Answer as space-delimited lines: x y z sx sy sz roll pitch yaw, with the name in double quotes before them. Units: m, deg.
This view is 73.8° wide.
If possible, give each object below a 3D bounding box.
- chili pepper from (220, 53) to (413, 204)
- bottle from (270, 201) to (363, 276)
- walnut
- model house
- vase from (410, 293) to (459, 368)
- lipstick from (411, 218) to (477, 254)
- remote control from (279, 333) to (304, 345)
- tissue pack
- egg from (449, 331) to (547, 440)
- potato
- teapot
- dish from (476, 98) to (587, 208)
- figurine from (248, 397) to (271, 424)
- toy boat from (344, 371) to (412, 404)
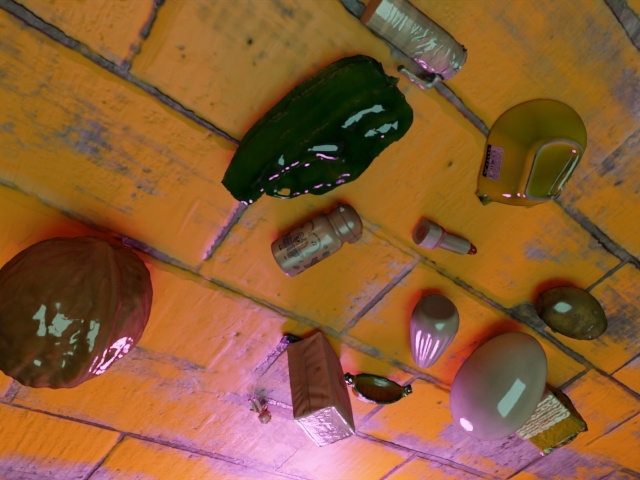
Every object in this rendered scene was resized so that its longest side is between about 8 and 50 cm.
"chili pepper" -0.003 -0.183 0.820 0.385 0.167 0.213 -35 120 15
"bottle" 0.000 0.000 0.981 0.209 0.097 0.110 -30 120 10
"walnut" -0.508 0.138 0.882 0.333 0.332 0.332 -4 123 -7
"model house" 0.733 0.578 1.434 0.193 0.174 0.234 -42 123 18
"vase" 0.308 0.266 1.195 0.128 0.128 0.248 -5 132 -6
"lipstick" 0.320 0.003 1.065 0.186 0.057 0.063 17 119 -25
"remote control" -0.068 0.288 1.209 0.096 0.014 0.039 23 117 -24
"tissue pack" 0.001 0.402 1.159 0.124 0.225 0.185 -22 130 9
"egg" 0.531 0.434 1.274 0.230 0.230 0.370 17 113 -19
"potato" 0.721 0.205 1.229 0.251 0.113 0.149 30 122 -16
"teapot" 0.167 -0.361 0.785 0.201 0.077 0.107 25 120 -23
"dish" 0.480 -0.168 0.945 0.221 0.108 0.262 5 122 -11
"figurine" -0.187 0.525 1.328 0.064 0.047 0.109 -20 115 13
"toy boat" 0.168 0.453 1.311 0.230 0.088 0.088 14 134 -14
